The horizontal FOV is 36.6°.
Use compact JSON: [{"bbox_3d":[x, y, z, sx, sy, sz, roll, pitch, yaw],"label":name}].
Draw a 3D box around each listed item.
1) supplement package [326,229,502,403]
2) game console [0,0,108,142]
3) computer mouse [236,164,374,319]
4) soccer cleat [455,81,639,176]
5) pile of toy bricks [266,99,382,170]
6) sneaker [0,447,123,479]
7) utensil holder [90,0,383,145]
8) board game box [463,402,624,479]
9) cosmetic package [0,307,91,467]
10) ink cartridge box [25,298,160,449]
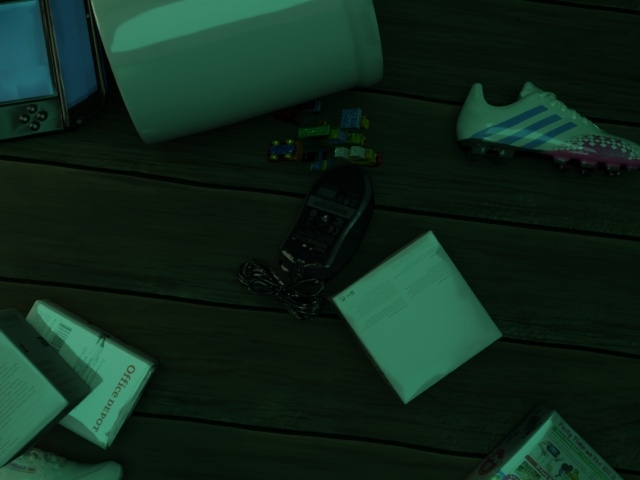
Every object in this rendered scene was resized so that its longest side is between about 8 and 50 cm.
[{"bbox_3d":[0.149,0.123,1.579,0.194,0.149,0.203,-34,89,-4],"label":"supplement package"},{"bbox_3d":[-0.474,-0.324,1.557,0.250,0.173,0.293,-9,87,-4],"label":"game console"},{"bbox_3d":[0.000,0.000,1.604,0.188,0.072,0.272,25,77,37],"label":"computer mouse"},{"bbox_3d":[0.396,-0.193,1.629,0.331,0.116,0.143,8,87,-3],"label":"soccer cleat"},{"bbox_3d":[0.019,-0.169,1.610,0.212,0.105,0.118,1,81,39],"label":"pile of toy bricks"},{"bbox_3d":[-0.472,0.374,1.545,0.305,0.114,0.152,-9,88,-4],"label":"sneaker"},{"bbox_3d":[-0.134,-0.349,1.507,0.386,0.327,0.327,-16,88,-2],"label":"utensil holder"},{"bbox_3d":[0.348,0.458,1.600,0.303,0.097,0.224,-44,91,-3],"label":"board game box"},{"bbox_3d":[-0.473,0.218,1.446,0.151,0.151,0.183,-43,90,-2],"label":"cosmetic package"},{"bbox_3d":[-0.394,0.214,1.570,0.218,0.092,0.158,30,87,1],"label":"ink cartridge box"}]
